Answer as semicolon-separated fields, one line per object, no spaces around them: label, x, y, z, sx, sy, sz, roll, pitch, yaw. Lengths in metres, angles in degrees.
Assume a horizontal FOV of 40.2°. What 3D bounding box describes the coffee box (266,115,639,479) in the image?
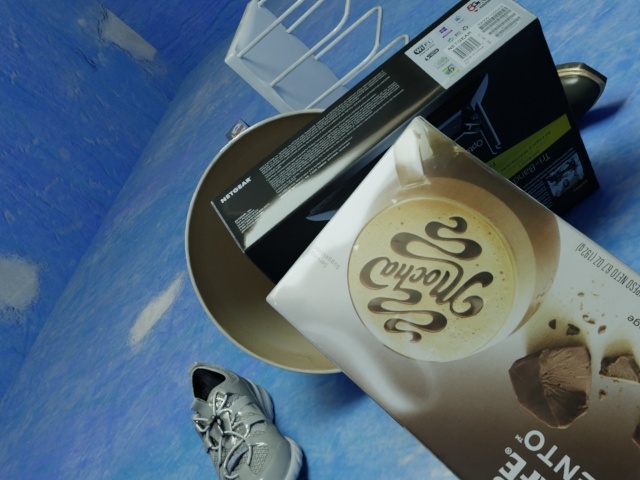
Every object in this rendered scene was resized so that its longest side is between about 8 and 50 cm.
coffee box;0.134;0.078;0.577;0.297;0.119;0.168;41;92;26

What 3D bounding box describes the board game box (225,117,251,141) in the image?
board game box;-0.062;-0.111;1.400;0.042;0.165;0.243;-50;23;4

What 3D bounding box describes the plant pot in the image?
plant pot;0.000;0.000;1.024;0.284;0.284;0.191;-51;-1;2

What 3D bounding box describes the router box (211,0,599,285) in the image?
router box;0.092;-0.044;0.813;0.309;0.243;0.081;-38;47;1

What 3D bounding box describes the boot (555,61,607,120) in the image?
boot;0.227;-0.098;0.961;0.198;0.077;0.137;-40;26;60

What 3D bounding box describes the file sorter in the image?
file sorter;0.028;-0.276;1.334;0.173;0.278;0.193;-35;27;31

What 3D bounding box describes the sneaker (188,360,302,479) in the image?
sneaker;-0.108;0.232;1.024;0.105;0.115;0.281;-51;22;0
